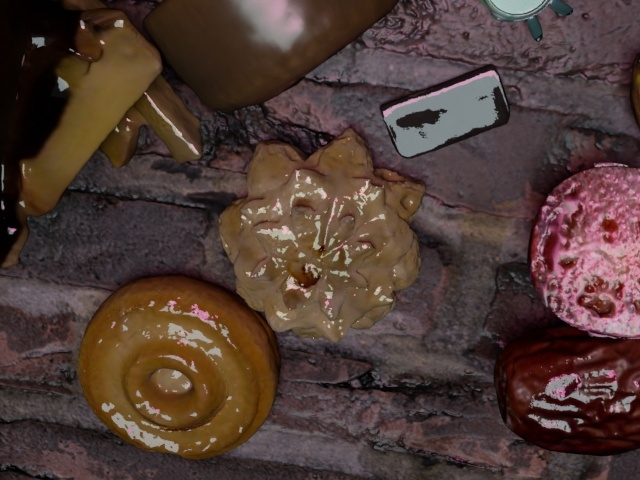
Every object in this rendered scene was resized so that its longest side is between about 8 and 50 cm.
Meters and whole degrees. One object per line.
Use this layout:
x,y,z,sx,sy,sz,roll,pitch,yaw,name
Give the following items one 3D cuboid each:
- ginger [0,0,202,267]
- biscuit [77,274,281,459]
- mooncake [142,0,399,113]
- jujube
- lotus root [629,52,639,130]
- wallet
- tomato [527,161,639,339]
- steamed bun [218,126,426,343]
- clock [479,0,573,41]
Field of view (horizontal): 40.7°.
-0.335,-0.172,1.044,0.413,0.211,0.358,26,114,38,ginger
-0.206,0.191,1.243,0.297,0.102,0.296,2,115,4,biscuit
-0.044,-0.259,0.935,0.284,0.284,0.155,-30,108,17,mooncake
0.358,0.191,1.132,0.243,0.183,0.183,-6,112,-2,jujube
0.432,-0.150,1.035,0.108,0.094,0.190,-44,93,-9,lotus root
0.159,-0.161,1.095,0.157,0.018,0.082,-20,108,14,wallet
0.374,0.015,1.079,0.225,0.085,0.224,-2,85,18,tomato
0.000,0.000,1.121,0.296,0.137,0.292,-20,106,16,steamed bun
0.235,-0.305,1.015,0.101,0.041,0.135,-40,103,20,clock
